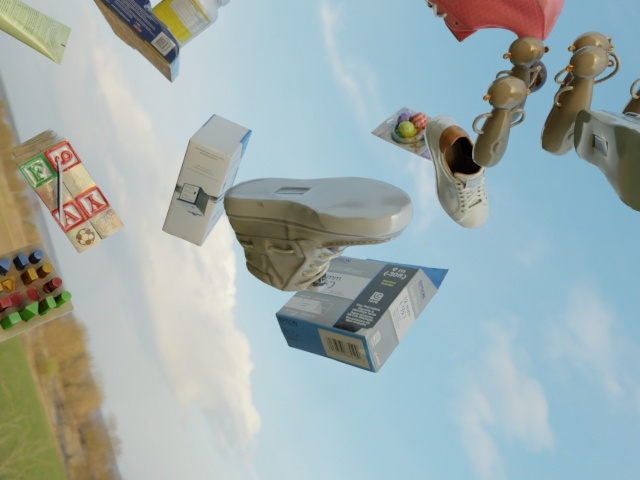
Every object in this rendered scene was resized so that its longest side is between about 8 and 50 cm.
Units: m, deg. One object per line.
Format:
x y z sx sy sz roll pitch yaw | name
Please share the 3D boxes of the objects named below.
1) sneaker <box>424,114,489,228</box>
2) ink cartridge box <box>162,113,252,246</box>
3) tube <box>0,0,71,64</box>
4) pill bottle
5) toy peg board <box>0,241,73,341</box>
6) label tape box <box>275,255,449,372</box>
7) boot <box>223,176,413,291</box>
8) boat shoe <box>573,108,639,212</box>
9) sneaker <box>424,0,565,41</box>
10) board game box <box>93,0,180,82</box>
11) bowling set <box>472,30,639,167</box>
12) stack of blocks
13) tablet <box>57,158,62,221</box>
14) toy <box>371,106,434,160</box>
0.304 -0.120 1.302 0.290 0.106 0.123 59 1 -33 | sneaker
-0.201 -0.107 1.084 0.140 0.082 0.191 -73 -174 -59 | ink cartridge box
-0.569 -0.409 1.091 0.062 0.240 0.070 38 -80 51 | tube
-0.293 -0.505 1.350 0.103 0.184 0.103 54 7 -9 | pill bottle
-0.589 0.092 1.216 0.079 0.161 0.161 -24 -88 45 | toy peg board
0.103 0.120 1.394 0.249 0.348 0.115 8 -49 39 | label tape box
0.000 0.000 0.691 0.258 0.095 0.123 10 -56 43 | boot
0.352 -0.097 0.663 0.227 0.081 0.079 -90 176 -63 | boat shoe
0.182 -0.349 0.841 0.313 0.116 0.136 21 -60 12 | sneaker
-0.323 -0.382 1.103 0.194 0.060 0.194 44 -6 -11 | board game box
0.309 -0.224 0.823 0.154 0.287 0.200 93 -18 -47 | bowling set
-0.468 -0.101 1.115 0.297 0.087 0.171 26 -33 59 | stack of blocks
-0.399 -0.077 0.936 0.054 0.006 0.083 54 -41 49 | tablet
0.258 -0.308 1.655 0.237 0.137 0.056 37 -22 39 | toy
